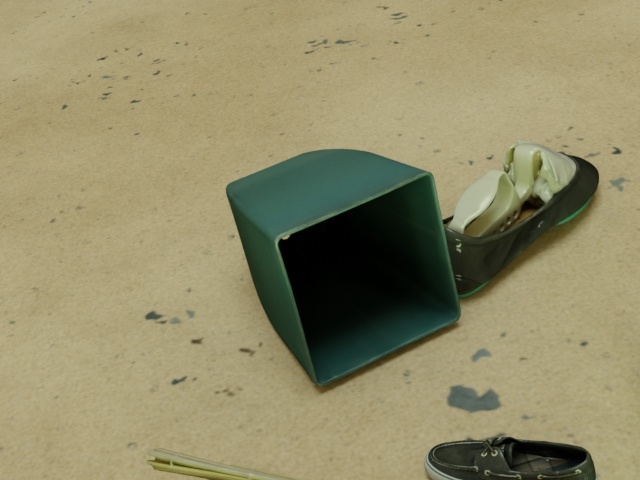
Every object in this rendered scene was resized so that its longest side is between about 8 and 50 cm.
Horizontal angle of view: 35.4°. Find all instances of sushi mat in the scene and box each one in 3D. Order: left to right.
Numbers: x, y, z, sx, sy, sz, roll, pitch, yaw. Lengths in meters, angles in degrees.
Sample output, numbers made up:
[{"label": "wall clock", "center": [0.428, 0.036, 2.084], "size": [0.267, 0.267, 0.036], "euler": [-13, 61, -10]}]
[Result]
[{"label": "sushi mat", "center": [0.038, 0.195, 0.750], "size": [0.316, 0.151, 0.019], "euler": [5, 76, 24]}]

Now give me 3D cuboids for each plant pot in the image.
[{"label": "plant pot", "center": [0.000, 0.000, 1.030], "size": [0.165, 0.166, 0.234], "euler": [-24, 28, -17]}]

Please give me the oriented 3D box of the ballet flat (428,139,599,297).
[{"label": "ballet flat", "center": [0.216, -0.044, 1.080], "size": [0.095, 0.096, 0.280], "euler": [18, 44, 39]}]

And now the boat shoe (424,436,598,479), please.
[{"label": "boat shoe", "center": [0.153, 0.179, 0.816], "size": [0.142, 0.040, 0.049], "euler": [3, 36, 21]}]
